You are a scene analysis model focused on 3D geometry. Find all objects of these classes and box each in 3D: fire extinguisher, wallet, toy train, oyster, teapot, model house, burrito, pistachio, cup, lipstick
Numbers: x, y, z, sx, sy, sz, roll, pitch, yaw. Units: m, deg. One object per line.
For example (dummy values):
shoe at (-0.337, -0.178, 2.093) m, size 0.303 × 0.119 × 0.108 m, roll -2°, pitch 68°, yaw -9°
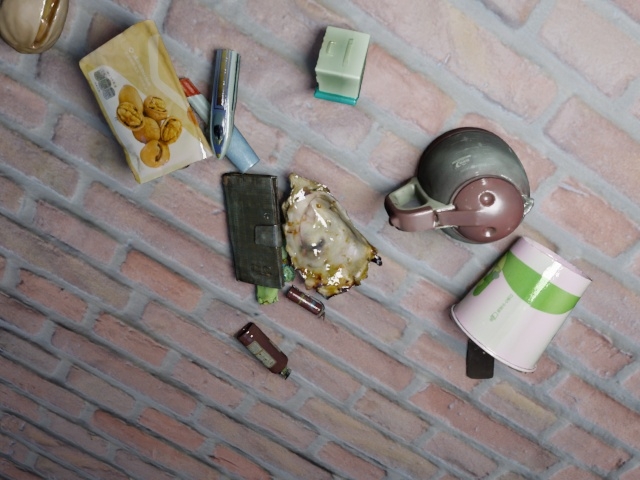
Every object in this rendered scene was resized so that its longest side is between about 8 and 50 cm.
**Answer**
fire extinguisher at (-0.169, 0.360, 1.428) m, size 0.231 × 0.071 × 0.099 m, roll 49°, pitch 140°, yaw -16°
fire extinguisher at (-0.038, 0.184, 1.328) m, size 0.132 × 0.056 × 0.039 m, roll 31°, pitch 142°, yaw -3°
wallet at (0.476, 0.347, 1.341) m, size 0.082 × 0.018 × 0.156 m, roll -3°, pitch 115°, yaw 10°
toy train at (-0.231, -0.318, 1.074) m, size 0.055 × 0.048 × 0.251 m, roll 7°, pitch 96°, yaw 2°
oyster at (-0.009, -0.007, 1.200) m, size 0.221 × 0.096 × 0.361 m, roll -36°, pitch 108°, yaw 9°
teapot at (0.296, -0.101, 0.995) m, size 0.315 × 0.312 × 0.233 m, roll -10°, pitch 111°, yaw 13°
model house at (0.046, -0.374, 1.011) m, size 0.101 × 0.149 × 0.126 m, roll 13°, pitch 72°, yaw 5°
burrito at (-0.118, 0.072, 1.288) m, size 0.104 × 0.054 × 0.287 m, roll 15°, pitch 115°, yaw -1°
wallet at (-0.179, -0.024, 1.218) m, size 0.169 × 0.044 × 0.316 m, roll 8°, pitch 112°, yaw 28°
pistachio at (-0.662, -0.533, 1.046) m, size 0.223 × 0.126 × 0.152 m, roll -46°, pitch 65°, yaw 24°
cup at (0.505, 0.149, 1.128) m, size 0.253 × 0.253 × 0.273 m, roll 29°, pitch 110°, yaw -5°
lipstick at (-0.261, -0.292, 1.131) m, size 0.068 × 0.061 × 0.274 m, roll -35°, pitch 101°, yaw 23°

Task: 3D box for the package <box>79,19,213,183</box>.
package at (-0.380, -0.323, 1.081) m, size 0.222 × 0.165 × 0.311 m, roll -17°, pitch 106°, yaw 24°
